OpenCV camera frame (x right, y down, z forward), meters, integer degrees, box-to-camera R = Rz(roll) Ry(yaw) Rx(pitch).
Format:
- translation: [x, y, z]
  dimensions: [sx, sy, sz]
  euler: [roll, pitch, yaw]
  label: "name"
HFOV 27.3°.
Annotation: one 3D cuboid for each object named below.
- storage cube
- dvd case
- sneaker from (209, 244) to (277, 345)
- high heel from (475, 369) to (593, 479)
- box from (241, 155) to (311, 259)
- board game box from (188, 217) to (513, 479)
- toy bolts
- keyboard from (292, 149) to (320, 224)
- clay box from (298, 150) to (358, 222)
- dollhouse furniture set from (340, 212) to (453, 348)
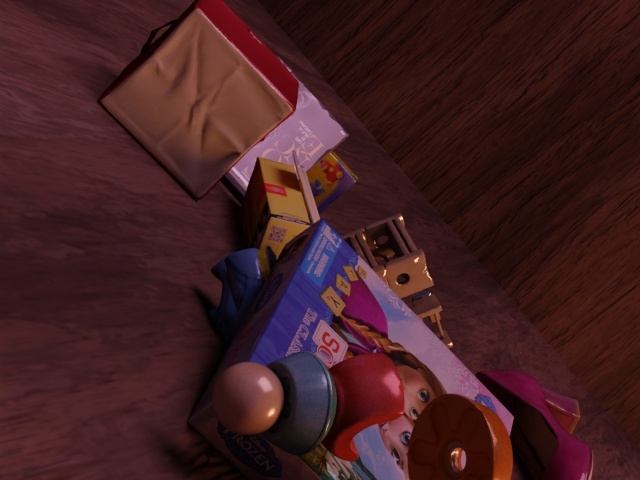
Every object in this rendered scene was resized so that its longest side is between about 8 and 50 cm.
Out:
- translation: [-0.154, -0.197, 1.760]
  dimensions: [0.215, 0.184, 0.193]
  euler: [46, 12, -12]
  label: "storage cube"
- translation: [-0.078, -0.158, 1.957]
  dimensions: [0.164, 0.221, 0.018]
  euler: [48, -34, -2]
  label: "dvd case"
- translation: [-0.068, 0.106, 1.404]
  dimensions: [0.069, 0.082, 0.209]
  euler: [60, 13, -62]
  label: "sneaker"
- translation: [0.333, 0.333, 2.137]
  dimensions: [0.181, 0.127, 0.377]
  euler: [19, 18, -1]
  label: "high heel"
- translation: [-0.063, -0.033, 1.771]
  dimensions: [0.058, 0.087, 0.232]
  euler: [15, 21, -12]
  label: "box"
- translation: [0.049, 0.177, 1.307]
  dimensions: [0.318, 0.066, 0.318]
  euler: [46, 32, -13]
  label: "board game box"
- translation: [0.013, 0.170, 1.051]
  dimensions: [0.158, 0.218, 0.228]
  euler: [9, 40, -35]
  label: "toy bolts"
- translation: [0.000, 0.000, 1.838]
  dimensions: [0.072, 0.014, 0.256]
  euler: [-119, -168, -67]
  label: "keyboard"
- translation: [-0.062, -0.134, 2.040]
  dimensions: [0.222, 0.127, 0.053]
  euler: [47, 10, -3]
  label: "clay box"
- translation: [0.105, 0.083, 2.033]
  dimensions: [0.129, 0.129, 0.183]
  euler: [-114, -176, -58]
  label: "dollhouse furniture set"
